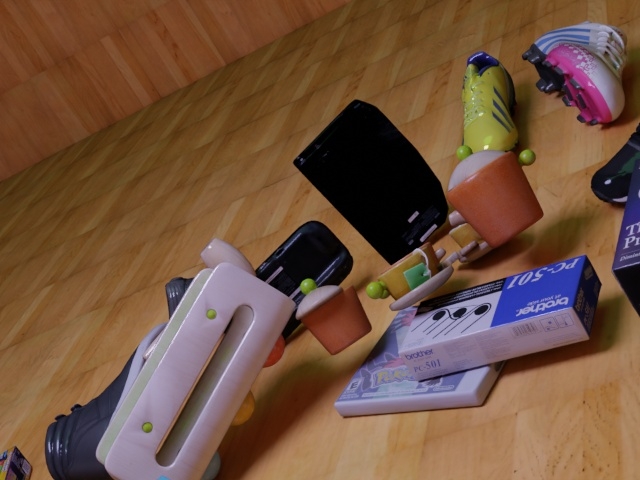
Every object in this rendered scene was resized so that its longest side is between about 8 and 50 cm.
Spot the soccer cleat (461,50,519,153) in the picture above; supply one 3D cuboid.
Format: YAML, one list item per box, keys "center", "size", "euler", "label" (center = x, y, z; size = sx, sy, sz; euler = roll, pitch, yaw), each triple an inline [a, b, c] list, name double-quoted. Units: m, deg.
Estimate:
- center: [0.248, -0.205, 1.779]
  size: [0.093, 0.121, 0.289]
  euler: [-24, 22, 21]
  label: "soccer cleat"

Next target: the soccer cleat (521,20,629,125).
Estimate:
- center: [0.403, -0.268, 1.707]
  size: [0.143, 0.116, 0.331]
  euler: [-31, 20, 5]
  label: "soccer cleat"

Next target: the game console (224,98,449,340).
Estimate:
- center: [0.000, 0.000, 1.560]
  size: [0.361, 0.213, 0.044]
  euler: [-45, 22, -3]
  label: "game console"

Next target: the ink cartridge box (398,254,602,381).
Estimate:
- center: [0.191, 0.084, 1.233]
  size: [0.207, 0.046, 0.097]
  euler: [-19, 25, 31]
  label: "ink cartridge box"

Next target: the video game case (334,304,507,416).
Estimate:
- center: [0.134, 0.127, 1.315]
  size: [0.201, 0.023, 0.183]
  euler: [-13, 27, 42]
  label: "video game case"

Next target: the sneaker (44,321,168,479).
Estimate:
- center: [-0.283, 0.222, 1.579]
  size: [0.147, 0.104, 0.295]
  euler: [-17, 29, 24]
  label: "sneaker"

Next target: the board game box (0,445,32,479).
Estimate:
- center: [-0.482, 0.375, 1.600]
  size: [0.141, 0.048, 0.170]
  euler: [-29, 20, 4]
  label: "board game box"

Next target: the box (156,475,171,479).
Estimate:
- center: [-0.101, 0.309, 1.119]
  size: [0.060, 0.100, 0.244]
  euler: [-41, 22, -22]
  label: "box"

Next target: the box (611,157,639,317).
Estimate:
- center: [0.429, -0.027, 1.102]
  size: [0.261, 0.103, 0.184]
  euler: [-18, 29, 36]
  label: "box"

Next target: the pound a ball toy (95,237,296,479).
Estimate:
- center: [-0.138, 0.155, 1.396]
  size: [0.319, 0.136, 0.208]
  euler: [-61, 11, -12]
  label: "pound a ball toy"

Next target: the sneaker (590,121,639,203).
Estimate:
- center: [0.435, -0.159, 1.392]
  size: [0.283, 0.124, 0.107]
  euler: [-32, 19, -1]
  label: "sneaker"

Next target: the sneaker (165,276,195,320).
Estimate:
- center: [-0.171, 0.092, 1.772]
  size: [0.130, 0.087, 0.227]
  euler: [-5, -5, -8]
  label: "sneaker"

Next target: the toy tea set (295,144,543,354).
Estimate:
- center: [0.112, -0.001, 1.372]
  size: [0.336, 0.124, 0.200]
  euler: [-32, -4, -25]
  label: "toy tea set"
